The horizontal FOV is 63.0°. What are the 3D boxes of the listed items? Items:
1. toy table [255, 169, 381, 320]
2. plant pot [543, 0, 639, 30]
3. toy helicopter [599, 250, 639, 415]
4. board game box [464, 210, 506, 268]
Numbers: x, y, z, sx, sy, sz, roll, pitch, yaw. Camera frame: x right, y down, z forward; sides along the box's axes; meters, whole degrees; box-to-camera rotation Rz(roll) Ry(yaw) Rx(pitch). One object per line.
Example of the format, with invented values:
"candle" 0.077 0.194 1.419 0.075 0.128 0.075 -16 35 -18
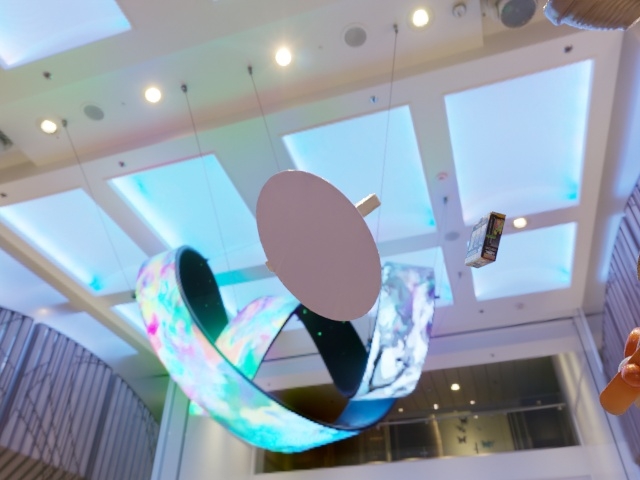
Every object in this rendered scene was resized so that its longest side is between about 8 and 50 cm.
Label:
"toy table" 0.000 0.000 0.938 0.252 0.161 0.274 -21 -83 7
"plant pot" 0.455 -0.387 0.752 0.109 0.237 0.237 49 -46 7
"toy helicopter" 0.586 0.161 0.925 0.140 0.235 0.355 16 -48 51
"board game box" 0.482 0.002 1.537 0.048 0.141 0.170 14 -9 2
